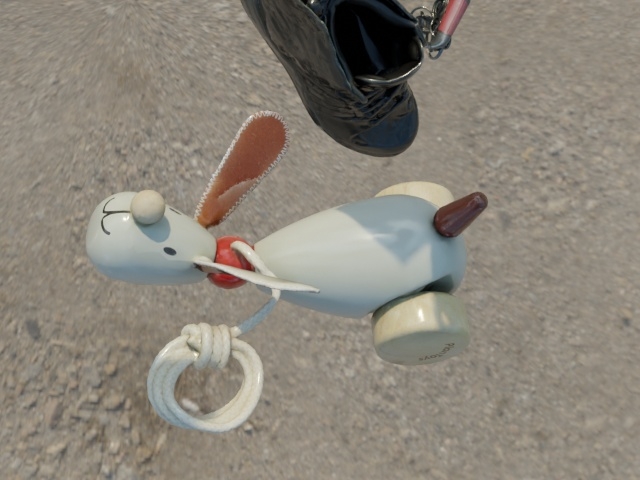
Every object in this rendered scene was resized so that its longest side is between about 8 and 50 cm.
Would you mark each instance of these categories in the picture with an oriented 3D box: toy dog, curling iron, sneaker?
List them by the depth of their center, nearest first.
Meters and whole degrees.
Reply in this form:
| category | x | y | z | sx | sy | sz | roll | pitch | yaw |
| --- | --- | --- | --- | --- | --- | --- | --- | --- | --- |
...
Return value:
| category | x | y | z | sx | sy | sz | roll | pitch | yaw |
| --- | --- | --- | --- | --- | --- | --- | --- | --- | --- |
| sneaker | 0.017 | -0.082 | 0.451 | 0.051 | 0.089 | 0.170 | -47 | 132 | -4 |
| toy dog | 0.000 | 0.000 | 0.782 | 0.334 | 0.161 | 0.220 | -12 | 62 | -30 |
| curling iron | 0.165 | -0.319 | 1.010 | 0.035 | 0.068 | 0.274 | 12 | 111 | -40 |
